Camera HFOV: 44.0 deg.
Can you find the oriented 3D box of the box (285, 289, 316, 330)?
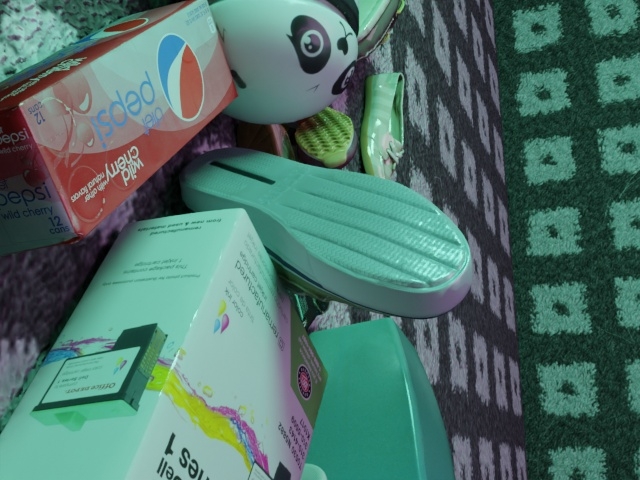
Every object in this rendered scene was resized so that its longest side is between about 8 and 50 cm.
[{"bbox_3d":[-0.048,0.074,0.800,0.083,0.062,0.052,-49,130,-62],"label":"box"}]

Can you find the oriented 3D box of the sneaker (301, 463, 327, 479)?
[{"bbox_3d":[-0.046,0.320,0.729,0.217,0.079,0.121,-52,135,-50],"label":"sneaker"}]

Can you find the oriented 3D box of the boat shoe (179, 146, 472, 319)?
[{"bbox_3d":[0.000,0.000,0.661,0.109,0.302,0.094,-38,133,-28],"label":"boat shoe"}]

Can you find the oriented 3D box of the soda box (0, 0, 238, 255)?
[{"bbox_3d":[-0.152,-0.094,0.564,0.263,0.083,0.092,-62,140,-56],"label":"soda box"}]

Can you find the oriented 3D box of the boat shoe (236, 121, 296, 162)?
[{"bbox_3d":[-0.043,-0.051,0.850,0.059,0.062,0.170,-10,93,-63],"label":"boat shoe"}]

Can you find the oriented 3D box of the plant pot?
[{"bbox_3d":[0.054,0.220,0.897,0.165,0.165,0.234,52,29,-52],"label":"plant pot"}]

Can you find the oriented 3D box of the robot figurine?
[{"bbox_3d":[-0.046,-0.249,0.749,0.173,0.209,0.278,134,-42,-67],"label":"robot figurine"}]

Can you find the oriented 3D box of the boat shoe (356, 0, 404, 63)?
[{"bbox_3d":[0.068,-0.337,1.154,0.324,0.116,0.097,-80,151,-49],"label":"boat shoe"}]

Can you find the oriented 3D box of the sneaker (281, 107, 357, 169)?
[{"bbox_3d":[0.002,-0.099,0.889,0.185,0.069,0.084,-120,-167,-62],"label":"sneaker"}]

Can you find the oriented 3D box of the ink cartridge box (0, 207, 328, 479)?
[{"bbox_3d":[-0.103,0.145,0.566,0.278,0.117,0.201,-72,148,-45],"label":"ink cartridge box"}]

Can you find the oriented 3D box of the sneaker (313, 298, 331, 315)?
[{"bbox_3d":[-0.006,0.022,0.955,0.058,0.052,0.135,14,78,-78],"label":"sneaker"}]

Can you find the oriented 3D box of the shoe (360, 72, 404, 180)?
[{"bbox_3d":[0.102,-0.175,1.260,0.076,0.058,0.219,44,44,-58],"label":"shoe"}]
